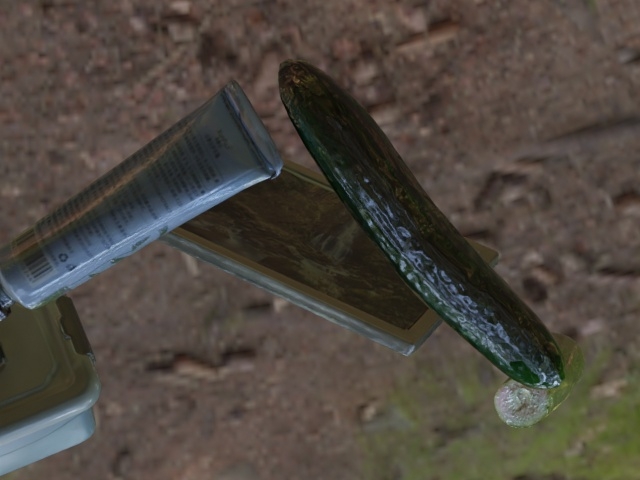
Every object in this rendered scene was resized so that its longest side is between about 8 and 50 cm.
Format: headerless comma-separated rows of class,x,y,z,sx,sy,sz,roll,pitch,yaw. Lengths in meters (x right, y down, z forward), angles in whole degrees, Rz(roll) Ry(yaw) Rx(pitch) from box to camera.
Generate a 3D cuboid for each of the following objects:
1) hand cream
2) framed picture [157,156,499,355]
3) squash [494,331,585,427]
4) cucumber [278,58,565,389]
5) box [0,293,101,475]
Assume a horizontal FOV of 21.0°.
hand cream,-0.150,-0.021,1.306,0.256,0.088,0.055,-33,154,9
framed picture,0.000,0.000,1.793,0.324,0.240,0.020,25,121,18
squash,0.270,0.166,2.095,0.083,0.083,0.250,-26,-179,19
cucumber,0.062,-0.009,1.144,0.056,0.284,0.056,-40,178,-2
box,-0.322,0.138,1.609,0.227,0.162,0.130,-21,151,-10
